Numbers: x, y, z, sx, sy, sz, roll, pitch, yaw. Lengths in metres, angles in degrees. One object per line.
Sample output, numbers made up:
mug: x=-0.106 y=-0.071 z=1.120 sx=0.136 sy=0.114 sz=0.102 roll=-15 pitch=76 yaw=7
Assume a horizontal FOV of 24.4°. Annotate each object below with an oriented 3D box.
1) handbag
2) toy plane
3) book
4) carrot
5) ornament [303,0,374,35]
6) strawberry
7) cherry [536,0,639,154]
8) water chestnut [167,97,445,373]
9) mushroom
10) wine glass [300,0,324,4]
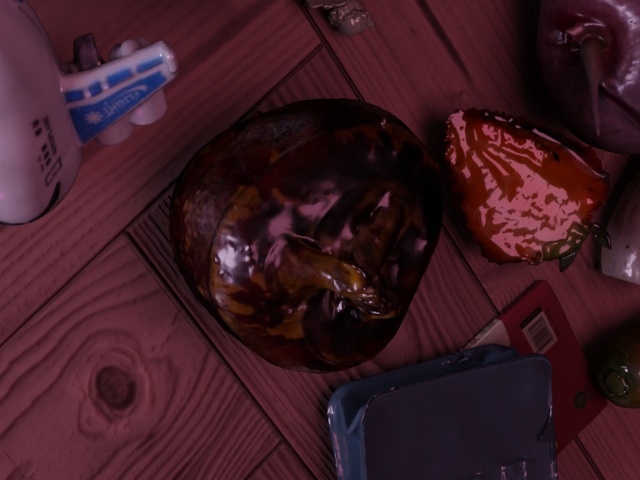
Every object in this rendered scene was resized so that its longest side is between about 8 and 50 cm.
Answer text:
handbag: x=0.118 y=0.198 z=1.356 sx=0.229 sy=0.062 sz=0.179 roll=-12 pitch=103 yaw=-32
toy plane: x=-0.229 y=-0.099 z=1.017 sx=0.267 sy=0.267 sz=0.122 roll=10 pitch=50 yaw=-35
book: x=0.175 y=0.169 z=1.437 sx=0.232 sy=0.022 sz=0.162 roll=-39 pitch=113 yaw=-24
carrot: x=0.389 y=0.081 z=1.544 sx=0.298 sy=0.078 sz=0.078 roll=-34 pitch=114 yaw=-36
ornament: x=0.012 y=-0.217 z=1.265 sx=0.068 sy=0.041 sz=0.092 roll=-20 pitch=108 yaw=-28
strawberry: x=0.185 y=-0.050 z=1.379 sx=0.192 sy=0.085 sz=0.140 roll=11 pitch=106 yaw=-15
cherry: x=0.301 y=-0.188 z=1.382 sx=0.266 sy=0.184 sz=0.213 roll=-12 pitch=105 yaw=-52
water chestnut: x=0.000 y=0.000 z=1.177 sx=0.224 sy=0.238 sz=0.223 roll=-14 pitch=115 yaw=-32
mushroom: x=0.357 y=-0.055 z=1.493 sx=0.092 sy=0.081 sz=0.223 roll=28 pitch=86 yaw=-22
wine glass: x=-0.081 y=-0.345 z=1.078 sx=0.238 sy=0.238 sz=0.322 roll=2 pitch=104 yaw=-35
